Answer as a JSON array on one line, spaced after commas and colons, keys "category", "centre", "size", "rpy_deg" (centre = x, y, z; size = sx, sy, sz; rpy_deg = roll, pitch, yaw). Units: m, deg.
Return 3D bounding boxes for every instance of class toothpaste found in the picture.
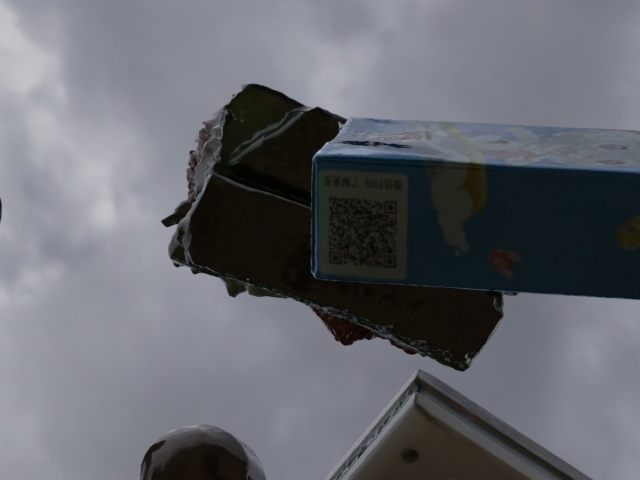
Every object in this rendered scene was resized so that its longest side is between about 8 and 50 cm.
[{"category": "toothpaste", "centre": [0.131, -0.009, 0.650], "size": [0.267, 0.065, 0.050], "rpy_deg": [4, -74, 13]}]

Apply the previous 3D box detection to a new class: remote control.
[{"category": "remote control", "centre": [0.135, 0.185, 0.976], "size": [0.277, 0.055, 0.103], "rpy_deg": [34, -66, -10]}]

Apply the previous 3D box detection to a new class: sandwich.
[{"category": "sandwich", "centre": [0.009, 0.004, 0.943], "size": [0.185, 0.160, 0.109], "rpy_deg": [26, -104, -5]}]

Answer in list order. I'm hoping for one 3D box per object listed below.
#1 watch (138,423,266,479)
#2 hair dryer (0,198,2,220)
[{"category": "watch", "centre": [-0.143, 0.325, 1.209], "size": [0.335, 0.327, 0.314], "rpy_deg": [-8, -116, -1]}, {"category": "hair dryer", "centre": [-0.418, 0.032, 1.269], "size": [0.362, 0.203, 0.128], "rpy_deg": [-19, -103, -46]}]
